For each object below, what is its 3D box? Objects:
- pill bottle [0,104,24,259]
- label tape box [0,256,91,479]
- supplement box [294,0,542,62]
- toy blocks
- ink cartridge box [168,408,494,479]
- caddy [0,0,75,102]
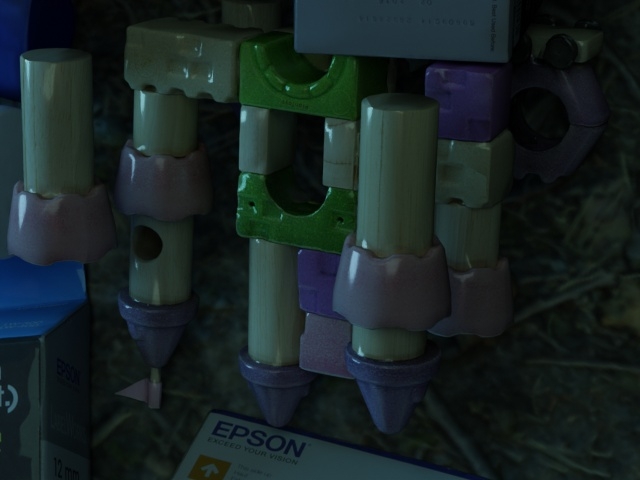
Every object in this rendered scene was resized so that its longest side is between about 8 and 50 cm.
[{"bbox_3d":[-0.298,-0.050,1.164,0.221,0.121,0.121,9,77,26],"label":"pill bottle"},{"bbox_3d":[-0.283,0.141,1.136,0.249,0.115,0.347,-6,76,9],"label":"label tape box"},{"bbox_3d":[0.072,-0.174,1.086,0.130,0.239,0.073,4,109,12],"label":"supplement box"},{"bbox_3d":[0.000,0.000,1.091,0.288,0.309,0.260,10,110,25],"label":"toy blocks"},{"bbox_3d":[0.021,0.263,1.013,0.324,0.071,0.330,14,38,15],"label":"ink cartridge box"},{"bbox_3d":[-0.236,-0.230,1.122,0.179,0.341,0.241,17,78,-3],"label":"caddy"}]
